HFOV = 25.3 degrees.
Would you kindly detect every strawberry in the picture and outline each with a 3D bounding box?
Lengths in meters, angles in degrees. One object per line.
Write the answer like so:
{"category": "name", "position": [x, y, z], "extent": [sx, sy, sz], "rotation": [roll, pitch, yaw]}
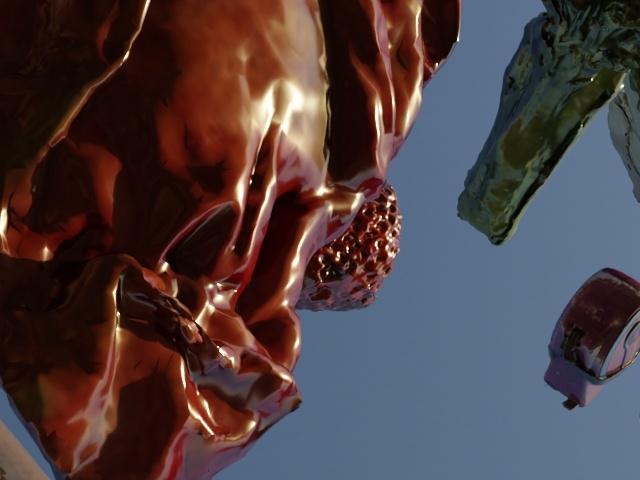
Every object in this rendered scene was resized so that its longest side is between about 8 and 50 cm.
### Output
{"category": "strawberry", "position": [0.000, 0.000, 0.730], "extent": [0.083, 0.096, 0.083], "rotation": [3, -79, 13]}

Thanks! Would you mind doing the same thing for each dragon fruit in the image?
{"category": "dragon fruit", "position": [-0.072, -0.058, 0.473], "extent": [0.302, 0.240, 0.330], "rotation": [-5, -120, -19]}

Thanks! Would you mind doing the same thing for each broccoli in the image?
{"category": "broccoli", "position": [0.170, -0.119, 1.028], "extent": [0.145, 0.304, 0.165], "rotation": [22, -142, 1]}

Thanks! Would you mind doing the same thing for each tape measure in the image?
{"category": "tape measure", "position": [0.270, 0.089, 1.388], "extent": [0.074, 0.118, 0.125], "rotation": [34, -120, 26]}

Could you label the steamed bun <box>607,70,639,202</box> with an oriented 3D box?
{"category": "steamed bun", "position": [0.501, -0.181, 1.612], "extent": [0.346, 0.237, 0.394], "rotation": [31, -73, -2]}

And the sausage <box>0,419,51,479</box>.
{"category": "sausage", "position": [-0.270, 0.200, 1.085], "extent": [0.123, 0.123, 0.253], "rotation": [-34, -122, -22]}
